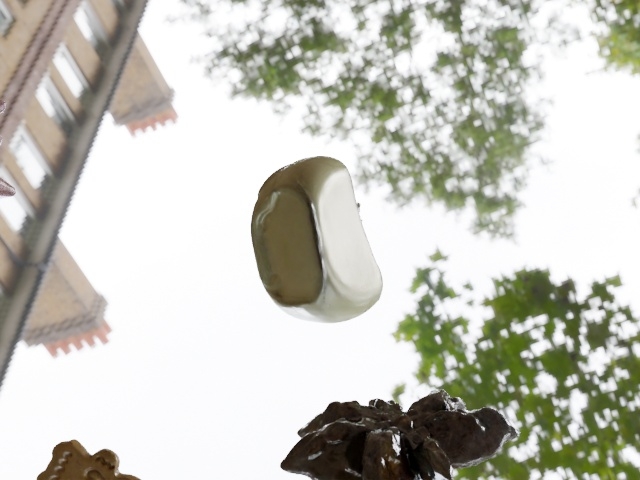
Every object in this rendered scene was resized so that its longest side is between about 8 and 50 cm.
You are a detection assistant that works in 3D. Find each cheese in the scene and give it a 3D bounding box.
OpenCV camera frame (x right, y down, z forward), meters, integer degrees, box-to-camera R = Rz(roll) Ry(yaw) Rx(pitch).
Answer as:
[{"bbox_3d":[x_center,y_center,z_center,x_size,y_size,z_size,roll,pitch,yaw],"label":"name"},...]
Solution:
[{"bbox_3d":[0.000,0.000,1.728,0.127,0.266,0.233,-11,-176,34],"label":"cheese"}]

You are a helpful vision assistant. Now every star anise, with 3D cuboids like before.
[{"bbox_3d":[0.062,0.186,1.014,0.196,0.073,0.212,1,-169,35],"label":"star anise"}]

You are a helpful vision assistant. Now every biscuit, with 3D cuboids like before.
[{"bbox_3d":[-0.299,0.348,1.477,0.133,0.184,0.027,-47,180,18],"label":"biscuit"}]

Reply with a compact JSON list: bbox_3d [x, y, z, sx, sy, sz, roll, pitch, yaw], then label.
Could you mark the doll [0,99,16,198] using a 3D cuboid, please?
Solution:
[{"bbox_3d":[-0.391,-0.086,1.108,0.093,0.262,0.211,-7,-163,24],"label":"doll"}]
